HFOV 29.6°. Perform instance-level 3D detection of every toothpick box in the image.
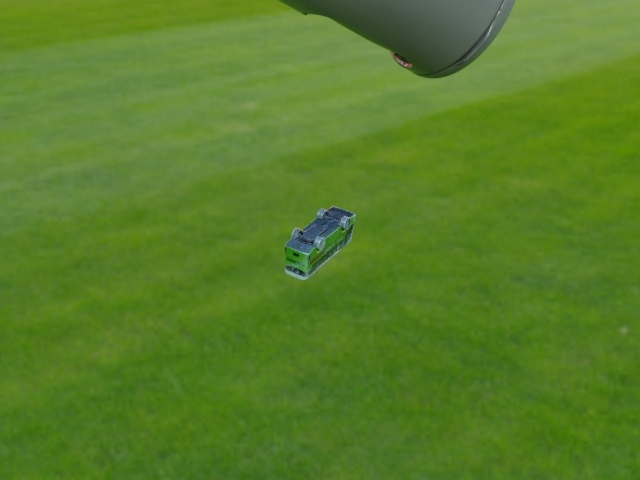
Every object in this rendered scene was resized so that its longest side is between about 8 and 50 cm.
[{"bbox_3d":[0.060,-0.341,1.372,0.316,0.229,0.229,22,5,-31],"label":"toothpick box"}]

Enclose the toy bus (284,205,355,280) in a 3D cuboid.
[{"bbox_3d":[0.000,0.000,1.093,0.031,0.037,0.083,20,36,26],"label":"toy bus"}]
